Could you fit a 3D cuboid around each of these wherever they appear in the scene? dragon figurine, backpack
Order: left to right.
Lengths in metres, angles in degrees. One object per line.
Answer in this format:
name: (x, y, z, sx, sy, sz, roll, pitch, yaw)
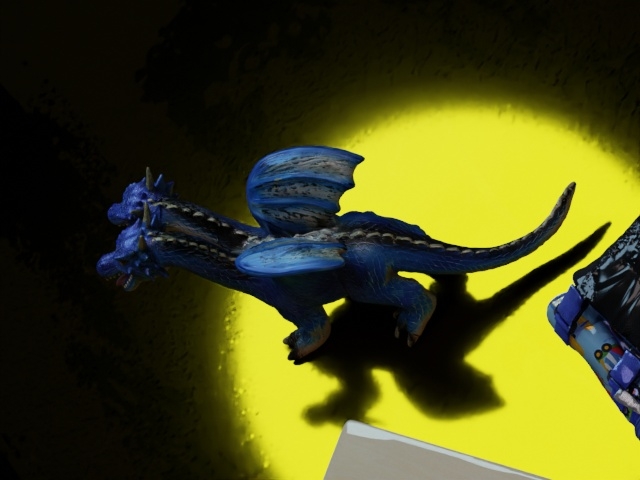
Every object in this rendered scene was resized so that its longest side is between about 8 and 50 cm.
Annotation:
dragon figurine: (0.000, 0.000, 1.160, 0.289, 0.144, 0.085, -10, 57, 32)
backpack: (0.219, 0.069, 0.952, 0.117, 0.158, 0.173, -47, 56, 14)

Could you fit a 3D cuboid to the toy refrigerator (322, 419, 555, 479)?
toy refrigerator: (0.121, 0.181, 0.990, 0.269, 0.094, 0.102, 11, 76, 42)
